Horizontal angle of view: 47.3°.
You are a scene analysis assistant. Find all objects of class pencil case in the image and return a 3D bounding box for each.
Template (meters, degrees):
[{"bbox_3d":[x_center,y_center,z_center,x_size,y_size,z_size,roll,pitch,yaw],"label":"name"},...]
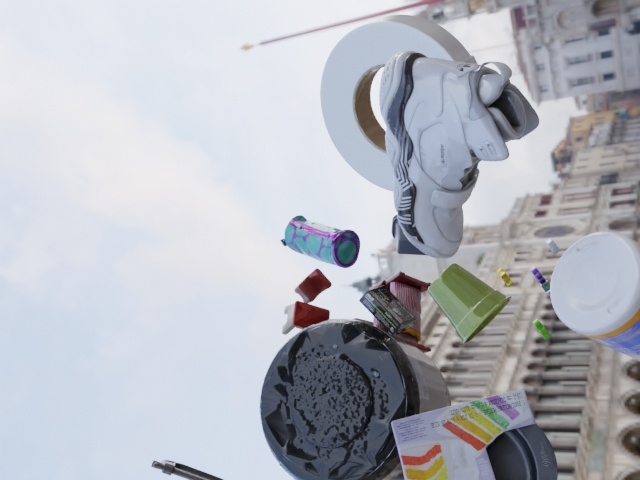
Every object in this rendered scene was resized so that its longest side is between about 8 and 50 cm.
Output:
[{"bbox_3d":[0.000,0.000,1.236,0.064,0.151,0.070,-50,-54,-18],"label":"pencil case"}]

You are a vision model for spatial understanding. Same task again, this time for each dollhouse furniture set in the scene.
[{"bbox_3d":[0.102,0.173,1.903,0.374,0.152,0.201,19,-121,-26],"label":"dollhouse furniture set"}]

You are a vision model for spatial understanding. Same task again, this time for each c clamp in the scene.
[{"bbox_3d":[-0.208,0.394,1.210,0.160,0.137,0.022,23,-105,-12],"label":"c clamp"}]

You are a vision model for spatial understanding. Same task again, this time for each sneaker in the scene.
[{"bbox_3d":[0.224,-0.119,1.151,0.137,0.210,0.366,-41,-53,-39],"label":"sneaker"}]

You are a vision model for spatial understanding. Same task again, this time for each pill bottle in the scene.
[{"bbox_3d":[0.482,0.100,1.084,0.272,0.152,0.152,23,-118,-32],"label":"pill bottle"}]

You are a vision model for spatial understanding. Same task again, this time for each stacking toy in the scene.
[{"bbox_3d":[0.599,0.125,1.932,0.221,0.167,0.052,55,-170,4],"label":"stacking toy"}]

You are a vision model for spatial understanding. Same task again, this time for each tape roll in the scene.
[{"bbox_3d":[0.175,-0.291,1.588,0.072,0.391,0.392,-36,-62,-44],"label":"tape roll"}]

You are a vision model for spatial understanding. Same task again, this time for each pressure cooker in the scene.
[{"bbox_3d":[0.105,0.389,1.660,0.420,0.375,0.370,32,-103,-61],"label":"pressure cooker"}]

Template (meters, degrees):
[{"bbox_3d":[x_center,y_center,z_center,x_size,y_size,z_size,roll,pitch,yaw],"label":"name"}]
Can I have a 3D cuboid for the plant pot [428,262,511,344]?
[{"bbox_3d":[0.177,0.072,0.899,0.079,0.083,0.083,45,-160,17],"label":"plant pot"}]

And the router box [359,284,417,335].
[{"bbox_3d":[0.163,0.166,1.747,0.122,0.038,0.092,45,-155,20],"label":"router box"}]

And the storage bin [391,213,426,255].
[{"bbox_3d":[0.258,-0.004,1.965,0.091,0.135,0.098,-82,-5,-49],"label":"storage bin"}]

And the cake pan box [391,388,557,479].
[{"bbox_3d":[0.282,0.414,1.301,0.070,0.266,0.246,70,-173,-63],"label":"cake pan box"}]
